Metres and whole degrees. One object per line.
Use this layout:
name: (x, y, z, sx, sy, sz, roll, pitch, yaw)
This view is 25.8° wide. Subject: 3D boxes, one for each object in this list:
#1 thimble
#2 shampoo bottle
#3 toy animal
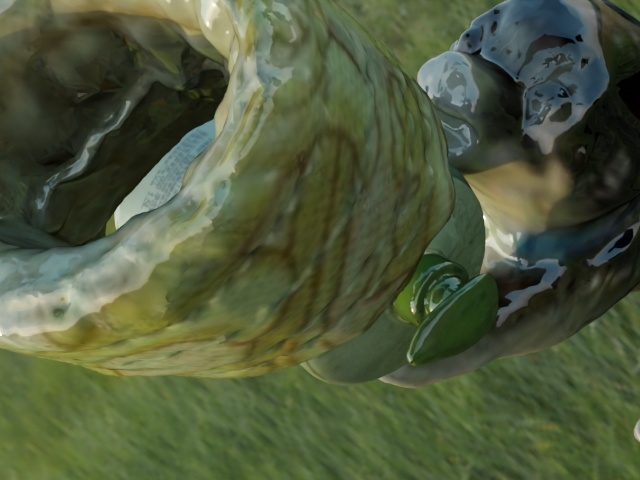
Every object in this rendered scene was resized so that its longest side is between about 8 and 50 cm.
thimble: (-0.060, -0.019, 0.481, 0.190, 0.137, 0.143, -24, -18, 18)
shampoo bottle: (0.000, 0.000, 0.659, 0.118, 0.087, 0.234, -42, 34, -17)
toy animal: (0.171, -0.055, 0.808, 0.302, 0.344, 0.194, -56, 49, 14)
